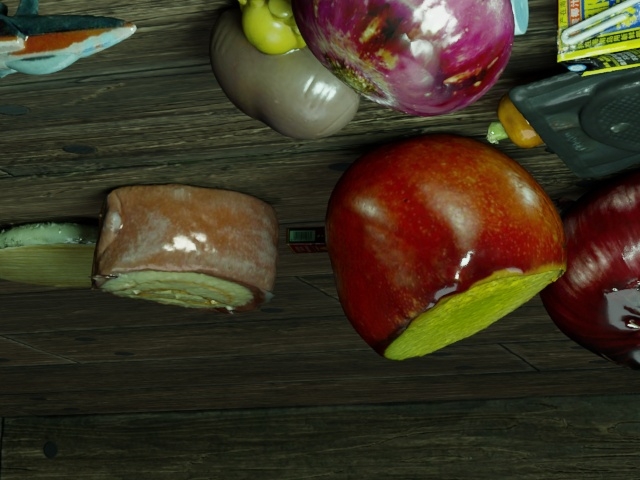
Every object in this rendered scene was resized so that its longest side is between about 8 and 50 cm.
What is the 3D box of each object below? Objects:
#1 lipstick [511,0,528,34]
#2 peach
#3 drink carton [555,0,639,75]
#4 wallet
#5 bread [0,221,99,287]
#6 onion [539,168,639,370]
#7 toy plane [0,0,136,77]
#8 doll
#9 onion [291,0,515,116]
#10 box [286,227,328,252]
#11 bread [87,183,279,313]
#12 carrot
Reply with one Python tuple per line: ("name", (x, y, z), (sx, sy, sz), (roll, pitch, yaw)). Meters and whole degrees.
("lipstick", (0.092, -0.187, 1.577), (0.158, 0.048, 0.048), (-4, 166, 21))
("peach", (0.123, 0.003, 1.976), (0.245, 0.248, 0.275), (42, 168, -2))
("drink carton", (0.273, -0.184, 1.527), (0.166, 0.071, 0.056), (-9, 161, 32))
("wallet", (0.350, -0.136, 1.698), (0.323, 0.041, 0.247), (-18, 158, 20))
("bread", (-0.327, 0.018, 2.495), (0.267, 0.040, 0.267), (0, 166, 0))
("onion", (0.368, 0.010, 2.146), (0.273, 0.285, 0.273), (-11, 135, -11))
("toy plane", (-0.293, -0.170, 1.558), (0.326, 0.104, 0.223), (-10, 164, 24))
("doll", (-0.023, -0.156, 1.601), (0.145, 0.096, 0.188), (36, 156, -3))
("onion", (0.063, -0.175, 1.425), (0.177, 0.153, 0.177), (12, 180, 0))
("box", (0.000, 0.000, 2.436), (0.082, 0.023, 0.051), (-2, 167, 11))
("bread", (-0.167, 0.010, 2.272), (0.244, 0.123, 0.190), (10, 162, -35))
("carrot", (0.277, -0.140, 1.781), (0.257, 0.061, 0.061), (-15, 163, 16))
